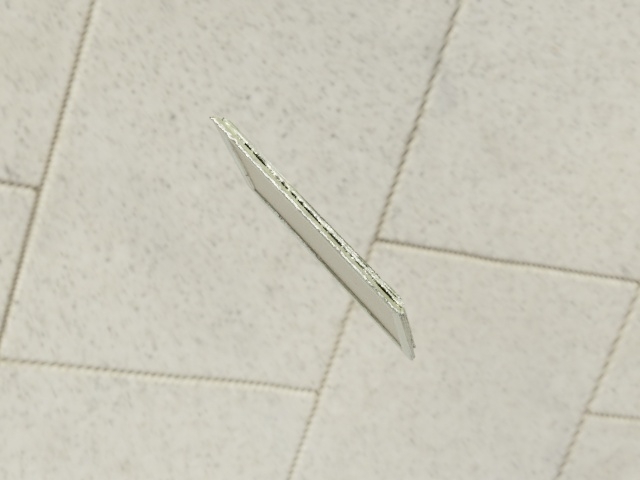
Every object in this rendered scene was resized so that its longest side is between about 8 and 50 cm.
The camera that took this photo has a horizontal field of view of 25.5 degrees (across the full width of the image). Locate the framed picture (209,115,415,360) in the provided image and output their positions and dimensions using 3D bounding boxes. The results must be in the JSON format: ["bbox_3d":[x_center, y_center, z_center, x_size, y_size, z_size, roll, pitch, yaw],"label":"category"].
[{"bbox_3d":[0.000,0.000,1.405,0.017,0.274,0.217,-42,166,-6],"label":"framed picture"}]
